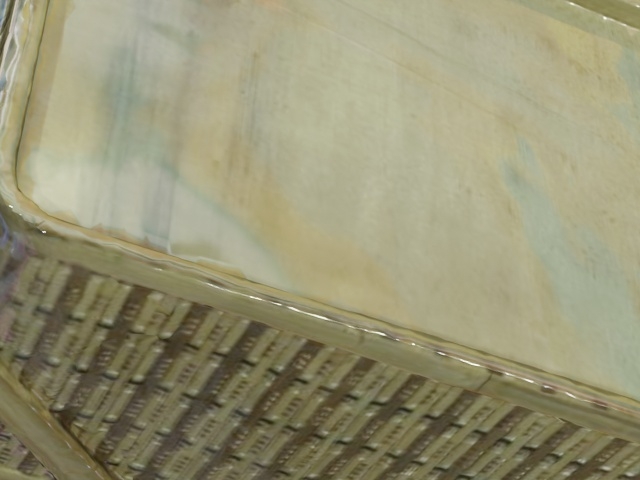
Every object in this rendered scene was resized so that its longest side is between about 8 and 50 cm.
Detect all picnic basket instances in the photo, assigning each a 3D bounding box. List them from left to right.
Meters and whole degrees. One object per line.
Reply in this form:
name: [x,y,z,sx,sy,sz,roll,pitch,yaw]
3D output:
picnic basket: [0.000,0.000,0.596,0.312,0.228,0.175,18,138,-17]
